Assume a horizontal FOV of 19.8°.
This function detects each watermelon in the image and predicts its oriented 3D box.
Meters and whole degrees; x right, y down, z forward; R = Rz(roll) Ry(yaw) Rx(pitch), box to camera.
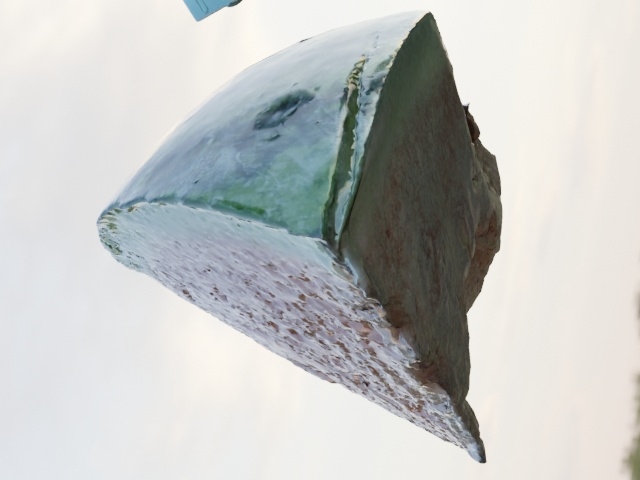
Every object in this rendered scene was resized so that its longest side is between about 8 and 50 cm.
[{"bbox_3d":[0.000,0.000,0.989,0.310,0.231,0.193,137,145,-60],"label":"watermelon"}]

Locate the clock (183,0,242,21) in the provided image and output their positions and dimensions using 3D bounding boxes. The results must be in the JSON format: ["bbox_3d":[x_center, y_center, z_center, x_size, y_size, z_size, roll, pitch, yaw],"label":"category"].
[{"bbox_3d":[-0.043,-0.237,1.523,0.147,0.108,0.045,-39,-78,-43],"label":"clock"}]
